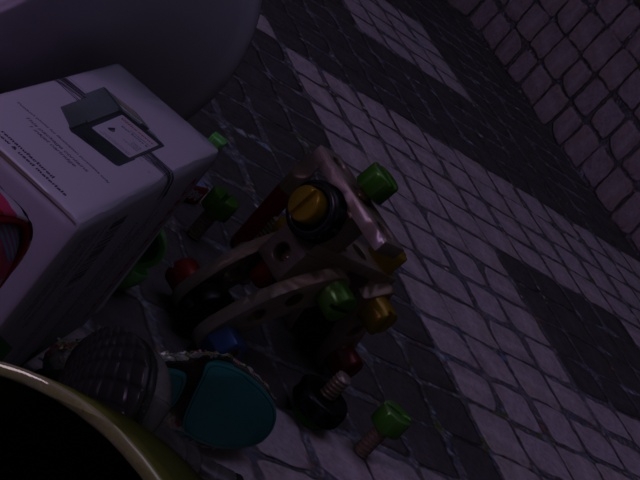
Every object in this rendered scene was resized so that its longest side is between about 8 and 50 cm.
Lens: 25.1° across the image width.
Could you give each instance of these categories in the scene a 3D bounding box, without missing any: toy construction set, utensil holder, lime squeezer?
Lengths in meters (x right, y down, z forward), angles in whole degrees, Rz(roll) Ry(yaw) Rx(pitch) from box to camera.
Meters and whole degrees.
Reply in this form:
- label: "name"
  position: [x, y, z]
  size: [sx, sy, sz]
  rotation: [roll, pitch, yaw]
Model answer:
- label: "toy construction set"
  position: [0.000, 0.000, 1.430]
  size: [0.257, 0.237, 0.309]
  rotation: [30, 23, -31]
- label: "utensil holder"
  position: [-0.248, -0.280, 1.260]
  size: [0.327, 0.327, 0.385]
  rotation: [47, 1, 13]
- label: "lime squeezer"
  position: [-0.151, -0.007, 1.299]
  size: [0.059, 0.110, 0.310]
  rotation: [56, -21, 3]

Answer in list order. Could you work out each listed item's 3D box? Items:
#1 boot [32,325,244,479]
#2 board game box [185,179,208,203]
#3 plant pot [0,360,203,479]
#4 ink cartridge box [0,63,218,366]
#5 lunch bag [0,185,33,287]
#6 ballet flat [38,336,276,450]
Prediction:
- label: "boot"
  position: [-0.114, 0.138, 0.979]
  size: [0.161, 0.246, 0.083]
  rotation: [30, 65, -21]
- label: "board game box"
  position: [-0.245, -0.155, 1.605]
  size: [0.145, 0.027, 0.281]
  rotation: [14, 34, -56]
- label: "plant pot"
  position: [-0.143, 0.201, 0.766]
  size: [0.275, 0.275, 0.293]
  rotation: [47, 5, 14]
- label: "ink cartridge box"
  position: [-0.220, -0.005, 1.073]
  size: [0.121, 0.211, 0.289]
  rotation: [41, 19, 3]
- label: "lunch bag"
  position: [-0.284, 0.051, 0.713]
  size: [0.120, 0.293, 0.258]
  rotation: [51, 18, 21]
- label: "ballet flat"
  position: [-0.131, 0.117, 1.183]
  size: [0.077, 0.091, 0.241]
  rotation: [29, 4, 40]
